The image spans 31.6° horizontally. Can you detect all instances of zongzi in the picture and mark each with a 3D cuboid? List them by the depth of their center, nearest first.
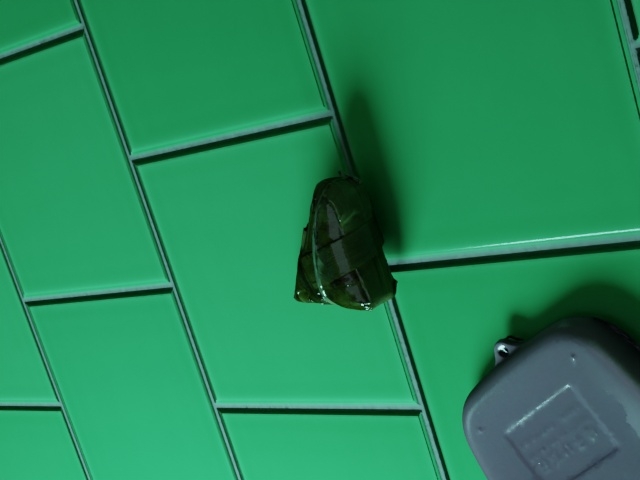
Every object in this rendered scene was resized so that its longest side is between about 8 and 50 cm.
[{"bbox_3d":[0.000,0.000,0.894,0.119,0.055,0.109,-1,107,52],"label":"zongzi"}]

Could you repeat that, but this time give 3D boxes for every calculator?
[{"bbox_3d":[0.218,0.188,0.803,0.294,0.043,0.194,51,134,11],"label":"calculator"}]
